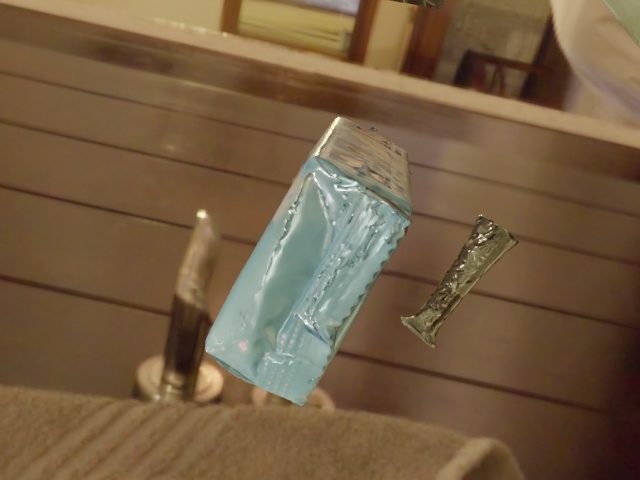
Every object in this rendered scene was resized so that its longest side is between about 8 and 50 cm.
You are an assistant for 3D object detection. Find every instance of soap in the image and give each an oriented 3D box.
[{"bbox_3d":[0.000,0.000,0.685,0.156,0.077,0.293,-61,3,12],"label":"soap"}]

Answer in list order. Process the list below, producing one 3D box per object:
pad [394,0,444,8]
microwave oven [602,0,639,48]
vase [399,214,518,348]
[{"bbox_3d":[0.016,-0.228,0.560,0.004,0.164,0.243,86,-161,-57],"label":"pad"},{"bbox_3d":[0.298,-0.215,0.652,0.208,0.162,0.122,-40,-11,31],"label":"microwave oven"},{"bbox_3d":[0.167,0.050,1.178,0.167,0.059,0.059,-52,2,1],"label":"vase"}]
